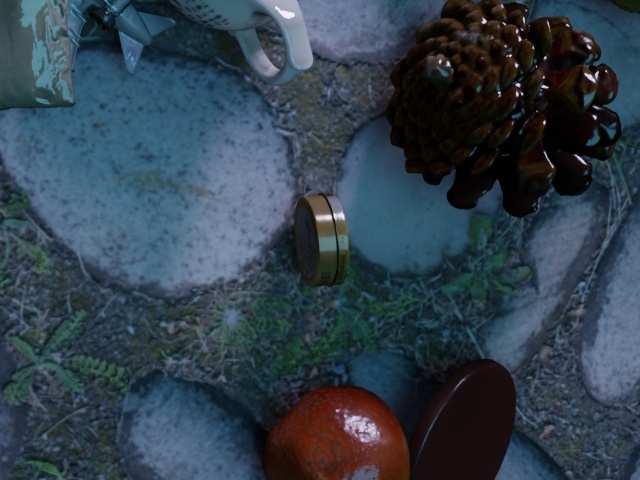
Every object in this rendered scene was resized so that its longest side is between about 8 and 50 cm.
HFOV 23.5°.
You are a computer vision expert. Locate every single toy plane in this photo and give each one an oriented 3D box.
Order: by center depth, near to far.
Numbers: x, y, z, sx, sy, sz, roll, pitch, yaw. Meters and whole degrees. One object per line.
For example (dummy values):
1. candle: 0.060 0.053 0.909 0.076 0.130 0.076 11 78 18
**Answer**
1. toy plane: -0.230 -0.258 1.583 0.171 0.065 0.162 48 67 -28

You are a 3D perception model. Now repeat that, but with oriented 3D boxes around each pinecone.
1. pinecone: 0.218 -0.147 1.704 0.264 0.264 0.264 -4 101 -23

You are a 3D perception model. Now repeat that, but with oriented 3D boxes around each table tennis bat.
1. table tennis bat: 0.153 0.287 1.818 0.200 0.038 0.310 11 100 -52

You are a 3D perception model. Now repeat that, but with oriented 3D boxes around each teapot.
1. teapot: -0.078 -0.306 1.583 0.208 0.166 0.299 -27 99 -42

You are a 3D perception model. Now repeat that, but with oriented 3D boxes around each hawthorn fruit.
1. hawthorn fruit: 0.036 0.287 1.677 0.165 0.285 0.165 -10 131 -11

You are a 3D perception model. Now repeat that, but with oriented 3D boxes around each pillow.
1. pillow: -0.320 -0.242 1.531 0.148 0.050 0.229 -1 99 1

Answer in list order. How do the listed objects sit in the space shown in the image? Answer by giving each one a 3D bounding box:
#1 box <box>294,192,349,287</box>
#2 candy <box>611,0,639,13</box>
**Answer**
1. box: 0.000 0.000 1.703 0.037 0.105 0.105 -5 101 -15
2. candy: 0.407 -0.384 1.770 0.260 0.118 0.260 -1 122 -2
